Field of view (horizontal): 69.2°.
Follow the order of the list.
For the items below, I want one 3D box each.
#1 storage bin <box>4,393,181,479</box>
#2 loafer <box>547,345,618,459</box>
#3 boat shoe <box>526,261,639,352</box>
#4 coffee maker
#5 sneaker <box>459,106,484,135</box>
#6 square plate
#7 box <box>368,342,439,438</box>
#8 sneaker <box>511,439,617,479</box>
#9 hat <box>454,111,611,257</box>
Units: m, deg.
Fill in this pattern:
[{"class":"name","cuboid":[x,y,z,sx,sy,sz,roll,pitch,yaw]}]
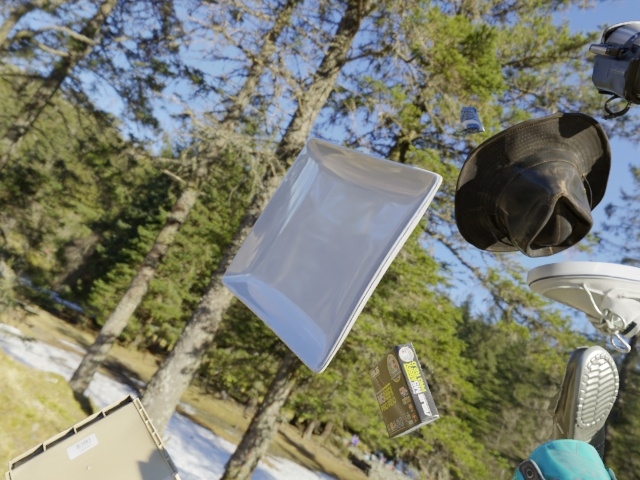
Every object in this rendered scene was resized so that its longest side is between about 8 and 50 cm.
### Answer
[{"class":"storage bin","cuboid":[-0.429,0.472,0.895,0.260,0.262,0.123,32,-42,44]},{"class":"loafer","cuboid":[0.424,0.281,0.781,0.094,0.251,0.087,-11,22,-20]},{"class":"boat shoe","cuboid":[0.619,0.148,0.956,0.367,0.157,0.136,9,-24,7]},{"class":"coffee maker","cuboid":[0.558,-0.285,0.800,0.120,0.178,0.171,-18,-68,21]},{"class":"sneaker","cuboid":[0.330,-0.264,1.016,0.052,0.058,0.135,-5,5,18]},{"class":"square plate","cuboid":[0.000,0.000,0.809,0.049,0.344,0.347,33,-2,-42]},{"class":"box","cuboid":[0.238,0.454,1.385,0.060,0.216,0.270,-9,-28,-18]},{"class":"sneaker","cuboid":[0.288,0.286,0.462,0.123,0.178,0.295,11,-40,-6]},{"class":"hat","cuboid":[0.410,-0.060,0.859,0.331,0.134,0.331,-2,-48,-3]}]
